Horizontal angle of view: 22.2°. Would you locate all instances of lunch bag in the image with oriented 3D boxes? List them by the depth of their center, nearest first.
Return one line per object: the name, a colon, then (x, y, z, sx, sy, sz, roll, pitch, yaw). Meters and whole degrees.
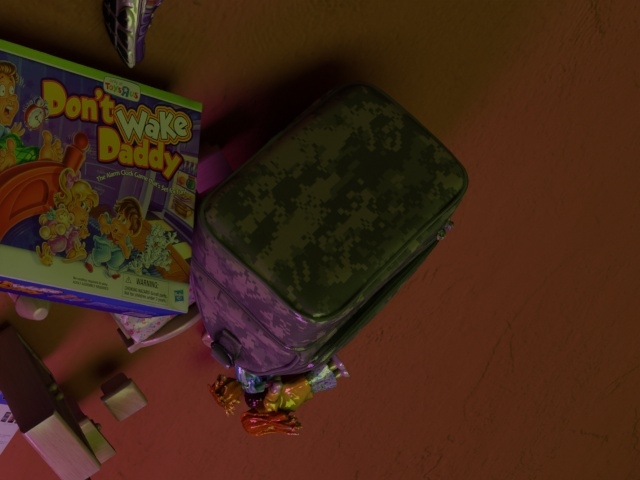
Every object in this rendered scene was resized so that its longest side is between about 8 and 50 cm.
lunch bag: (0.000, 0.000, 1.867, 0.305, 0.212, 0.256, -44, 172, -27)

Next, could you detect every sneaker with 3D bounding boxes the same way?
sneaker: (-0.174, -0.250, 1.646, 0.071, 0.068, 0.170, -7, 132, -28)

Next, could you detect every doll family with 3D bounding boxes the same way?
doll family: (-0.061, 0.170, 2.104, 0.163, 0.118, 0.263, -33, 141, -4)

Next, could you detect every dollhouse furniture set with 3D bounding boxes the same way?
dollhouse furniture set: (-0.189, 0.115, 1.889, 0.356, 0.174, 0.303, -33, 135, -5)

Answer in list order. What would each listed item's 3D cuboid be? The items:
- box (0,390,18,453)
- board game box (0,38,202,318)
box: (-0.413, 0.229, 1.980, 0.081, 0.028, 0.136, 17, 115, -45)
board game box: (-0.281, -0.063, 1.636, 0.078, 0.233, 0.347, -9, 164, 44)
